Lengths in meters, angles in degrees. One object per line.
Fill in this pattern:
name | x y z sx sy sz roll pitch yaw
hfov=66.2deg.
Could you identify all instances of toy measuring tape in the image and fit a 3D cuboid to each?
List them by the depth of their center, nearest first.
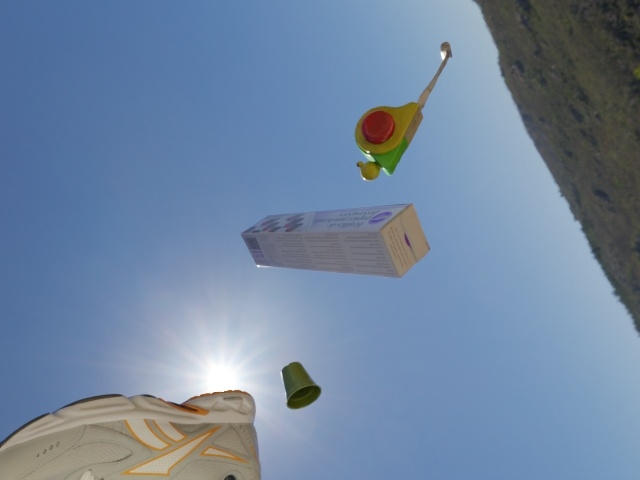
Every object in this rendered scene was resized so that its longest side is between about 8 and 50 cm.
toy measuring tape | 0.159 -0.280 1.044 0.121 0.330 0.121 27 178 1

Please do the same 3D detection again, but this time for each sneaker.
sneaker | -0.153 0.210 0.442 0.262 0.099 0.121 10 -133 -43

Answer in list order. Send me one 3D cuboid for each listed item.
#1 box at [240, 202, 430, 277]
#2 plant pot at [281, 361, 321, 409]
box | 0.000 0.000 0.669 0.063 0.323 0.067 -37 -70 -31
plant pot | -0.050 0.313 1.081 0.083 0.083 0.079 28 -159 -42
